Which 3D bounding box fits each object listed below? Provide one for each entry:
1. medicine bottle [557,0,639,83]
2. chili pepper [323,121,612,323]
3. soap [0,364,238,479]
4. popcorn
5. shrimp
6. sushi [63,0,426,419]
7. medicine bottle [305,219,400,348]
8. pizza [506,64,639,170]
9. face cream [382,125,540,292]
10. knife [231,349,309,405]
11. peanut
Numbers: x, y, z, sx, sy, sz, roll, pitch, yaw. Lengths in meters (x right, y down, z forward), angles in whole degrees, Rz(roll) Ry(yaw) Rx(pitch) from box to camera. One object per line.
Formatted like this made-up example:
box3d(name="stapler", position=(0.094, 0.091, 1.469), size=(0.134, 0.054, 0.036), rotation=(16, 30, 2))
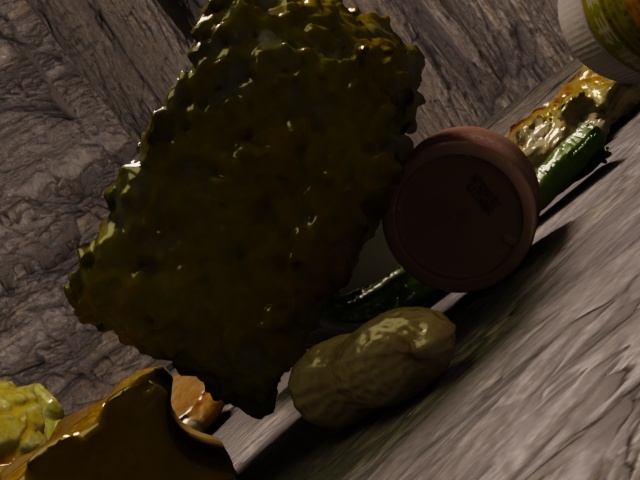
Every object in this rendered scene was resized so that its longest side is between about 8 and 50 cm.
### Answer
box3d(name="medicine bottle", position=(0.399, -0.287, 1.711), size=(0.224, 0.224, 0.384), rotation=(-38, 3, -7))
box3d(name="chili pepper", position=(0.159, -0.009, 1.688), size=(0.359, 0.076, 0.085), rotation=(-33, -17, -8))
box3d(name="soap", position=(-0.227, 0.250, 1.454), size=(0.293, 0.156, 0.335), rotation=(-40, 3, -6))
box3d(name="popcorn", position=(-0.540, 0.364, 2.556), size=(0.282, 0.247, 0.282), rotation=(-26, -13, -6))
box3d(name="shrimp", position=(-0.258, 0.284, 2.143), size=(0.272, 0.085, 0.445), rotation=(-44, 9, -17))
box3d(name="sushi", position=(-0.066, -0.056, 1.505), size=(0.396, 0.240, 0.351), rotation=(-63, 4, 1))
box3d(name="medicine bottle", position=(0.000, 0.000, 1.820), size=(0.238, 0.238, 0.232), rotation=(-38, 4, -18))
box3d(name="pizza", position=(0.316, -0.153, 2.007), size=(0.323, 0.089, 0.223), rotation=(-40, 1, -34))
box3d(name="face cream", position=(0.139, -0.032, 1.535), size=(0.149, 0.149, 0.104), rotation=(-36, 4, 16))
box3d(name="knife", position=(-0.042, 0.158, 2.050), size=(0.207, 0.014, 0.030), rotation=(-37, 5, 20))
box3d(name="peanut", position=(0.043, 0.104, 1.299), size=(0.082, 0.082, 0.187), rotation=(-40, 4, -37))
